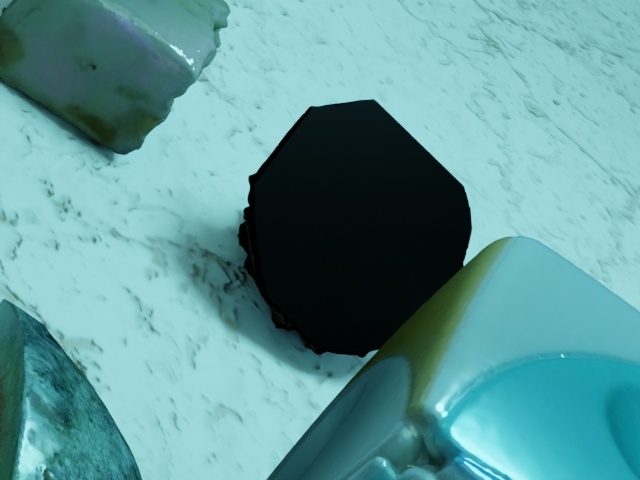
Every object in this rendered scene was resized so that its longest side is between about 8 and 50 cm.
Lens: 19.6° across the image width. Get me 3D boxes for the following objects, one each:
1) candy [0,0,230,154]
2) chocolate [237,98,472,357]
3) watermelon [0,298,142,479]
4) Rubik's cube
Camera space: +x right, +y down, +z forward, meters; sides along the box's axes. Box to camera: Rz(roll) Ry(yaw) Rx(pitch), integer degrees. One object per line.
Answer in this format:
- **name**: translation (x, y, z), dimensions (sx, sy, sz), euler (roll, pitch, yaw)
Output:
- **candy**: translation (-0.194, -0.195, 1.693), dimensions (0.195, 0.137, 0.185), euler (34, 29, -8)
- **chocolate**: translation (0.000, 0.000, 1.697), dimensions (0.224, 0.206, 0.177), euler (42, -18, -19)
- **watermelon**: translation (-0.201, 0.176, 1.062), dimensions (0.320, 0.214, 0.289), euler (27, 56, -72)
- **Rubik's cube**: translation (0.123, 0.251, 1.232), dimensions (0.351, 0.352, 0.347), euler (42, 29, -3)
